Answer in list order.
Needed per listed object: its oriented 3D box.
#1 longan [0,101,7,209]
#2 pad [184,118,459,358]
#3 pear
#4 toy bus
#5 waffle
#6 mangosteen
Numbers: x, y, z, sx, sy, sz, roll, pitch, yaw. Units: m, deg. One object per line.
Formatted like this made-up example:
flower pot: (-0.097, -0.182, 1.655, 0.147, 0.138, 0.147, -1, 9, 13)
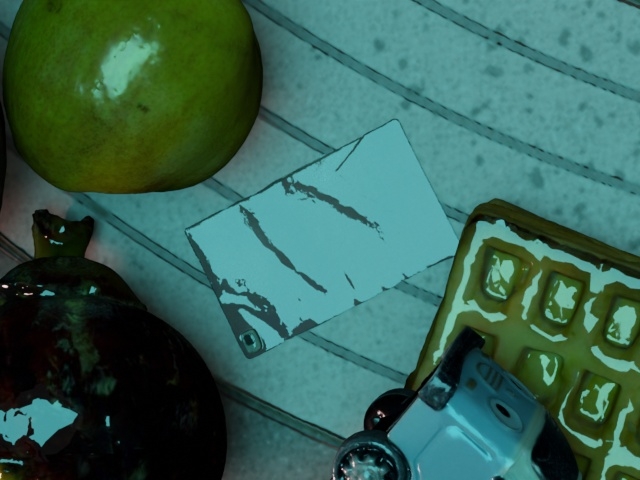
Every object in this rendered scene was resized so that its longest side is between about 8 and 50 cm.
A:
longan: (-0.404, -0.087, 1.353, 0.336, 0.404, 0.404, -43, 83, -10)
pad: (0.000, 0.000, 1.456, 0.188, 0.006, 0.113, -27, 86, 13)
pear: (-0.133, -0.123, 1.388, 0.200, 0.200, 0.200, 1, 93, 13)
toy bus: (0.060, 0.208, 1.298, 0.165, 0.133, 0.271, 39, 107, 3)
waffle: (0.152, 0.155, 1.385, 0.224, 0.098, 0.327, 22, 100, 13)
mangosteen: (-0.180, 0.109, 1.424, 0.231, 0.231, 0.289, -10, 50, 14)
